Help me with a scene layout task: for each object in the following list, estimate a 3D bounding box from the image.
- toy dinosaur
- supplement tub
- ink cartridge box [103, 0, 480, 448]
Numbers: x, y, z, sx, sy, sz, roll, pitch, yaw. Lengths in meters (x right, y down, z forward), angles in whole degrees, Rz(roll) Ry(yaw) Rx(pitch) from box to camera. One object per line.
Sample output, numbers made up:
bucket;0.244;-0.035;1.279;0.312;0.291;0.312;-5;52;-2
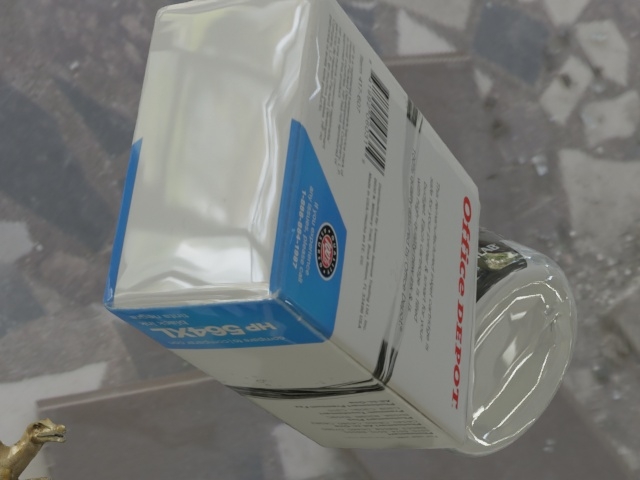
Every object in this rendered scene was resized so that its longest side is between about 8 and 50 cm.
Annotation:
toy dinosaur;-0.287;0.199;1.066;0.183;0.053;0.093;-18;96;-7
supplement tub;0.068;0.058;1.315;0.207;0.338;0.207;-20;122;-36
ink cartridge box;0.000;0.000;0.611;0.203;0.085;0.148;45;46;-54
